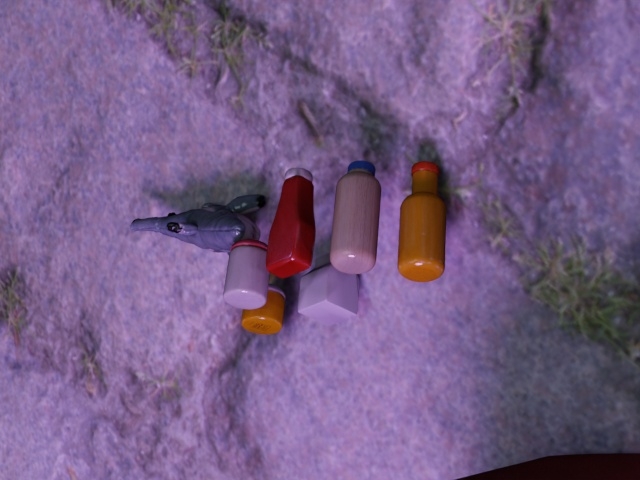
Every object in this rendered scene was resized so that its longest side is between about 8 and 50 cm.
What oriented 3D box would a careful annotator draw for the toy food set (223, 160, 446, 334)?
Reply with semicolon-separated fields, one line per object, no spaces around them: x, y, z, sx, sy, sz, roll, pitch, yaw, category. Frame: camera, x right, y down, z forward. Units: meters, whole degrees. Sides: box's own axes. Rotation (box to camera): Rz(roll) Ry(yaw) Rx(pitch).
0.000;0.000;1.057;0.232;0.111;0.104;-25;49;44;toy food set

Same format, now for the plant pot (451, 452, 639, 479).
0.203;0.282;0.852;0.236;0.267;0.267;13;101;47;plant pot

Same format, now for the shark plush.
-0.120;-0.020;1.154;0.161;0.067;0.073;19;104;33;shark plush
